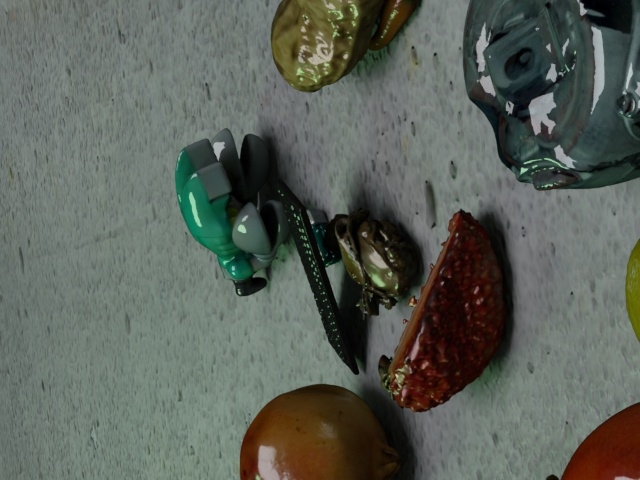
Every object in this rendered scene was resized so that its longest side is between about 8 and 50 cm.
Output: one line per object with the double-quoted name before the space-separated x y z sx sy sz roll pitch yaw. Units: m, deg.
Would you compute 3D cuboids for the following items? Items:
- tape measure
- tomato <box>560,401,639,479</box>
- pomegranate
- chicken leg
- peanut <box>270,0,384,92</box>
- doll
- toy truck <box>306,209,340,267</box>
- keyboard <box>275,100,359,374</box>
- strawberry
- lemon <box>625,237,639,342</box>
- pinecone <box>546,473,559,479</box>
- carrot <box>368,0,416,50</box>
"tape measure" 0.250 -0.181 1.606 0.275 0.147 0.256 -47 55 53
"tomato" 0.334 0.258 1.466 0.256 0.224 0.255 38 143 36
"pomegranate" -0.008 0.282 2.122 0.209 0.209 0.209 22 116 58
"chicken leg" 0.050 0.012 2.089 0.196 0.080 0.125 -129 32 -46
"peanut" 0.008 -0.291 2.043 0.196 0.110 0.233 -114 30 -46
"doll" -0.118 -0.049 2.323 0.195 0.153 0.258 61 171 16
"toy truck" -0.004 -0.003 2.221 0.044 0.039 0.083 -39 63 38
"keyboard" -0.012 0.004 2.110 0.103 0.041 0.381 -130 24 -54
"strawberry" 0.153 0.099 1.907 0.236 0.107 0.175 117 173 -45
"lemon" 0.355 0.047 1.436 0.248 0.184 0.184 -154 61 -69
"pinecone" 0.257 0.300 1.767 0.109 0.102 0.102 2 99 51
"carrot" 0.084 -0.263 2.005 0.035 0.035 0.142 70 154 21
